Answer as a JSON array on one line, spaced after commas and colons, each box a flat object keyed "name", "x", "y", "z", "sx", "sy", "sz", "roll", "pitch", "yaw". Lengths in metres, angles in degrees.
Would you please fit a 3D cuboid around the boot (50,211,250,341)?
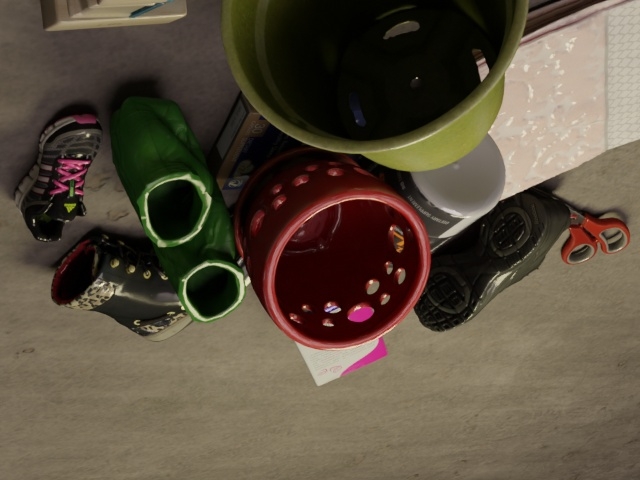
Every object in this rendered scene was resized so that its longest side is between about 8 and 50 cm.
[{"name": "boot", "x": -0.184, "y": 0.027, "z": 1.646, "sx": 0.236, "sy": 0.085, "sz": 0.178, "roll": -39, "pitch": 145, "yaw": 22}]

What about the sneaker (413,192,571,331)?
[{"name": "sneaker", "x": 0.244, "y": 0.037, "z": 1.965, "sx": 0.130, "sy": 0.109, "sz": 0.286, "roll": -6, "pitch": 153, "yaw": -48}]

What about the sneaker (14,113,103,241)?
[{"name": "sneaker", "x": -0.264, "y": -0.060, "z": 1.447, "sx": 0.063, "sy": 0.075, "sz": 0.170, "roll": 1, "pitch": 142, "yaw": -38}]

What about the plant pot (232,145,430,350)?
[{"name": "plant pot", "x": 0.000, "y": 0.000, "z": 1.522, "sx": 0.191, "sy": 0.174, "sz": 0.191, "roll": -10, "pitch": 117, "yaw": -20}]

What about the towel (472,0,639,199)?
[{"name": "towel", "x": 0.286, "y": -0.172, "z": 1.693, "sx": 0.316, "sy": 0.053, "sz": 0.332, "roll": -23, "pitch": 150, "yaw": -2}]

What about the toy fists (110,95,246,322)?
[{"name": "toy fists", "x": -0.149, "y": -0.040, "z": 1.480, "sx": 0.096, "sy": 0.142, "sz": 0.279, "roll": -27, "pitch": 144, "yaw": -6}]

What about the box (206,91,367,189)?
[{"name": "box", "x": -0.009, "y": -0.116, "z": 1.586, "sx": 0.225, "sy": 0.037, "sz": 0.136, "roll": -6, "pitch": 147, "yaw": -31}]

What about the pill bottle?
[{"name": "pill bottle", "x": 0.106, "y": -0.046, "z": 1.660, "sx": 0.130, "sy": 0.131, "sz": 0.245, "roll": -8, "pitch": 163, "yaw": -27}]

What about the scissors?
[{"name": "scissors", "x": 0.377, "y": -0.036, "z": 2.022, "sx": 0.109, "sy": 0.021, "sz": 0.297, "roll": -21, "pitch": 150, "yaw": 13}]

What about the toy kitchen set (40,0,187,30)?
[{"name": "toy kitchen set", "x": -0.159, "y": -0.275, "z": 1.182, "sx": 0.122, "sy": 0.166, "sz": 0.207, "roll": -8, "pitch": -176, "yaw": -26}]

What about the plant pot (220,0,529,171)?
[{"name": "plant pot", "x": 0.074, "y": -0.182, "z": 1.336, "sx": 0.276, "sy": 0.276, "sz": 0.254, "roll": -28, "pitch": 162, "yaw": 7}]

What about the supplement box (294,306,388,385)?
[{"name": "supplement box", "x": 0.007, "y": 0.091, "z": 1.864, "sx": 0.111, "sy": 0.114, "sz": 0.220, "roll": -24, "pitch": 150, "yaw": -2}]
